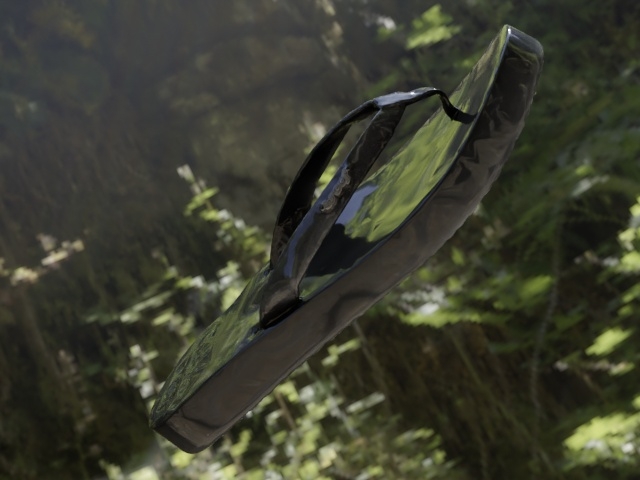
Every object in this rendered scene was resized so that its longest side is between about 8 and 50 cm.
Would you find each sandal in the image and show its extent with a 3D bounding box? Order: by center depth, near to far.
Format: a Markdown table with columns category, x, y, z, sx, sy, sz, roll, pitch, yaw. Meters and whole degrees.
| category | x | y | z | sx | sy | sz | roll | pitch | yaw |
| --- | --- | --- | --- | --- | --- | --- | --- | --- | --- |
| sandal | 0.000 | 0.001 | 0.585 | 0.054 | 0.097 | 0.254 | 40 | -70 | -13 |
